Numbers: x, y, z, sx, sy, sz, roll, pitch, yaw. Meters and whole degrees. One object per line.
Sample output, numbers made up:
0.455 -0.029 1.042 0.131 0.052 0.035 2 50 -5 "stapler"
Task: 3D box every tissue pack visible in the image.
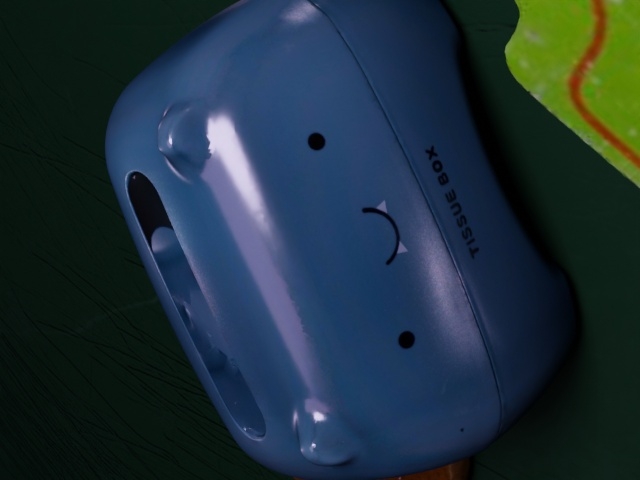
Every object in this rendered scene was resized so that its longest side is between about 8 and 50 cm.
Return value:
0.000 0.000 0.761 0.198 0.206 0.287 -13 101 53 "tissue pack"

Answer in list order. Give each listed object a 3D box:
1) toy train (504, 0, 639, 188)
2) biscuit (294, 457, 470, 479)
0.220 -0.089 0.448 0.307 0.173 0.249 40 145 -2 "toy train"
0.012 0.119 0.960 0.236 0.039 0.179 28 130 35 "biscuit"
